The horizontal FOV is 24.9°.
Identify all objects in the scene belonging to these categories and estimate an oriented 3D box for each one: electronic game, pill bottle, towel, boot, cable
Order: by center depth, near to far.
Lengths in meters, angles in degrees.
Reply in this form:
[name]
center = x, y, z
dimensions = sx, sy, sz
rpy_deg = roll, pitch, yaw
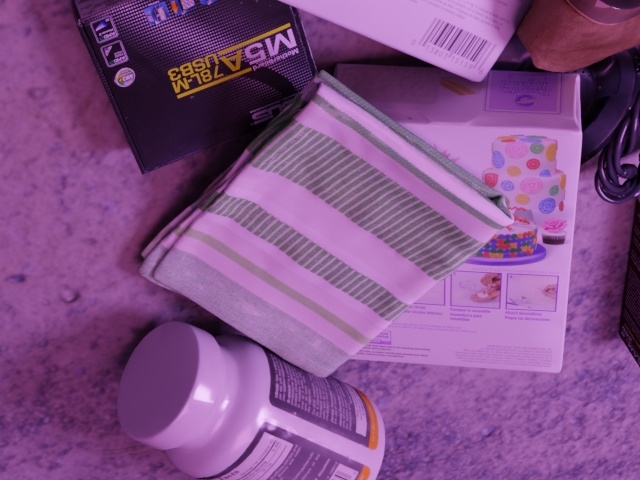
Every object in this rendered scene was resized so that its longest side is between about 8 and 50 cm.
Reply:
[boot]
center = 0.300, -0.229, 1.369
dimensions = 0.305, 0.112, 0.115
rpy_deg = -14, 156, -40
[towel]
center = 0.000, 0.000, 1.407
dimensions = 0.248, 0.038, 0.325
rpy_deg = 32, 131, -18
[electronic game]
center = 0.236, -0.146, 1.474
dimensions = 0.229, 0.048, 0.229
rpy_deg = -17, 136, -18
[cable]
center = 0.339, -0.120, 1.506
dimensions = 0.150, 0.047, 0.184
rpy_deg = -41, 153, -18
[pill bottle]
center = -0.073, 0.195, 1.571
dimensions = 0.278, 0.162, 0.162
rpy_deg = 29, 114, -38

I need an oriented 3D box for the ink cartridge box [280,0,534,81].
[ink cartridge box]
center = 0.093, -0.284, 1.245
dimensions = 0.275, 0.060, 0.239
rpy_deg = 17, 116, -35

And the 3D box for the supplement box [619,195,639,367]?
[supplement box]
center = 0.433, 0.036, 1.702
dimensions = 0.130, 0.073, 0.239
rpy_deg = -13, 132, -11

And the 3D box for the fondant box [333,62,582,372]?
[fondant box]
center = 0.133, -0.015, 1.455
dimensions = 0.238, 0.096, 0.330
rpy_deg = 3, 134, 8

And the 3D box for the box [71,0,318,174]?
[box]
center = -0.107, -0.169, 1.314
dimensions = 0.190, 0.045, 0.184
rpy_deg = -21, 131, -4
